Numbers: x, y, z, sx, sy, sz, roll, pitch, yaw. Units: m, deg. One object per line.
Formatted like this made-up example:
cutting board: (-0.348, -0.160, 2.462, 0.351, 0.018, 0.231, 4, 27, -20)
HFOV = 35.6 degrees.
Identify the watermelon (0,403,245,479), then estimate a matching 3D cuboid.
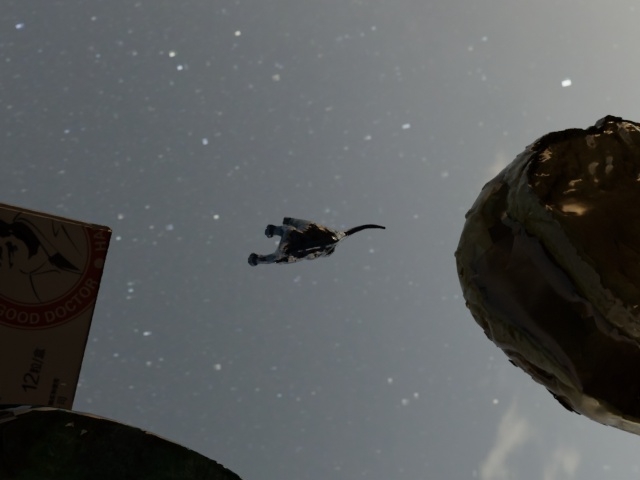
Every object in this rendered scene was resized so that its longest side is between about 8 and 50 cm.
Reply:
watermelon: (-0.157, 0.277, 0.648, 0.222, 0.292, 0.319, -67, -38, -53)

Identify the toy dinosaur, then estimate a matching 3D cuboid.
toy dinosaur: (-0.031, 0.001, 1.706, 0.329, 0.144, 0.076, -15, -76, -55)

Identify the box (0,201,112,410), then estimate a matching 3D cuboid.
box: (-0.338, 0.135, 0.928, 0.214, 0.069, 0.353, 13, -94, -13)

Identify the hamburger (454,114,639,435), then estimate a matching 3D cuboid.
hamburger: (0.255, 0.026, 0.797, 0.285, 0.265, 0.134, -18, -41, -36)
